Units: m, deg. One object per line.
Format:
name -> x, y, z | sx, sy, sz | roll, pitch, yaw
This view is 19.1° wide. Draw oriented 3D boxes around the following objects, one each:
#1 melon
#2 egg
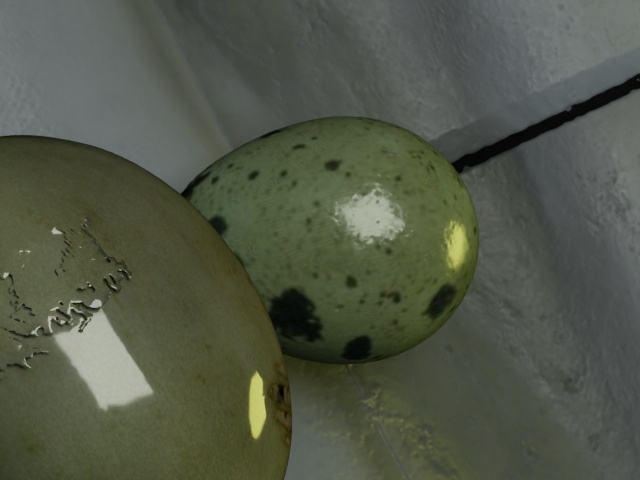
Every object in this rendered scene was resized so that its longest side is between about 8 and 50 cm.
melon -> -0.169, 0.076, 1.202 | 0.268, 0.268, 0.330 | -29, 77, -27
egg -> 0.000, 0.000, 1.347 | 0.228, 0.177, 0.177 | -1, 73, -10
